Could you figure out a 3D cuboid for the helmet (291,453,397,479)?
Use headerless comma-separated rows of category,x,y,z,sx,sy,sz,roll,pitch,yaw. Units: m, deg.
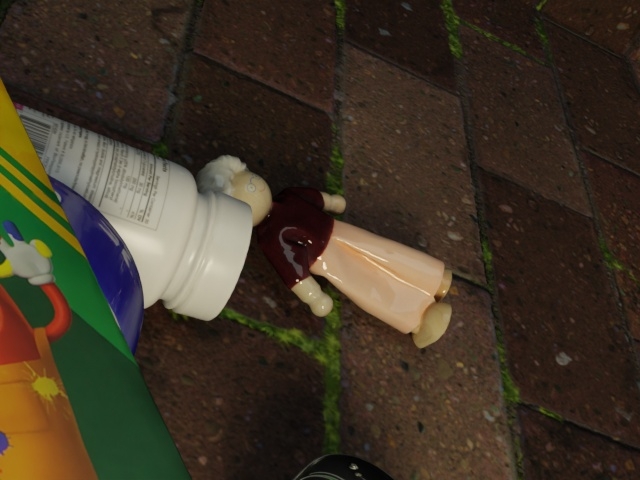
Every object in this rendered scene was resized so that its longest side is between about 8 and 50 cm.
helmet,0.034,0.286,0.916,0.161,0.169,0.169,31,32,23

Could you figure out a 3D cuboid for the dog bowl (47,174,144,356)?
dog bowl,-0.278,0.065,0.830,0.265,0.265,0.104,26,34,-12

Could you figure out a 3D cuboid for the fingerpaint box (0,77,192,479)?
fingerpaint box,-0.273,0.149,0.583,0.163,0.445,0.371,-3,49,-42

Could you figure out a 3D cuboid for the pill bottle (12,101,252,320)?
pill bottle,-0.224,-0.023,1.065,0.283,0.160,0.160,21,38,-19

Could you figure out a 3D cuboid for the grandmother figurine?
grandmother figurine,0.000,0.000,1.275,0.342,0.104,0.208,28,27,-14
